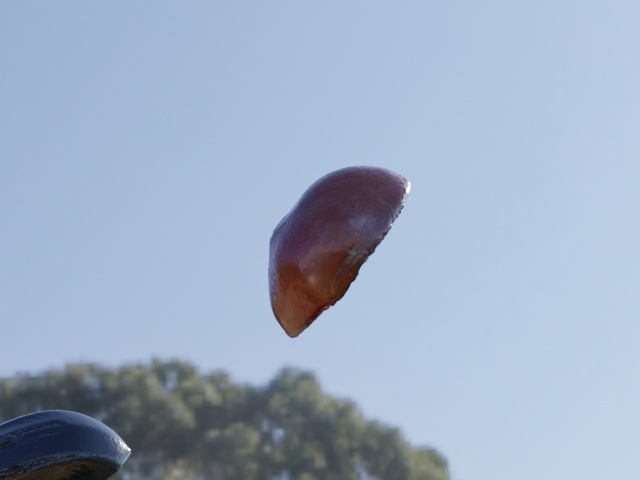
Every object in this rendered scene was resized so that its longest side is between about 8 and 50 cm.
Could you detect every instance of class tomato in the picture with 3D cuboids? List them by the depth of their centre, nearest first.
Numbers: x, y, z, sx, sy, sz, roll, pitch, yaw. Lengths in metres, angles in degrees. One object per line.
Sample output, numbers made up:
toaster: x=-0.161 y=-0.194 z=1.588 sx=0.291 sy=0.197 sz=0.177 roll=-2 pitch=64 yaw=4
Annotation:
tomato: x=0.000 y=0.000 z=1.311 sx=0.069 sy=0.155 sz=0.155 roll=37 pitch=-36 yaw=-3

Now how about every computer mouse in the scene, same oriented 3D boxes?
computer mouse: x=-0.280 y=0.212 z=1.701 sx=0.172 sy=0.099 sz=0.057 roll=-2 pitch=-56 yaw=-11
